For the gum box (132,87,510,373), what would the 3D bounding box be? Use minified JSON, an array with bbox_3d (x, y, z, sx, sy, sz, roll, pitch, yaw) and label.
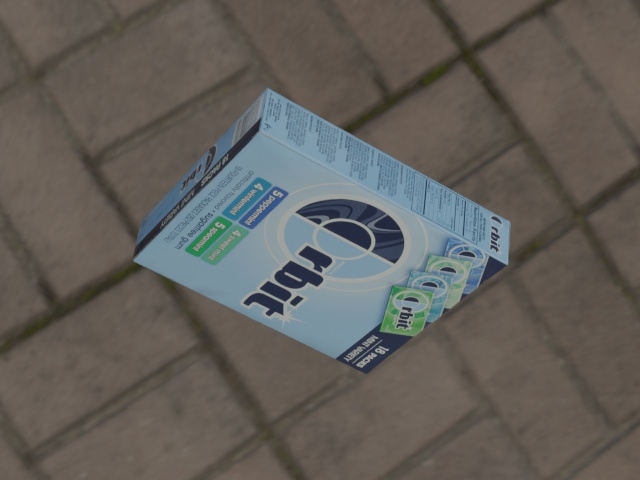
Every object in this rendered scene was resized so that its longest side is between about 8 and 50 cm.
[{"bbox_3d":[0.000,0.000,1.083,0.184,0.157,0.041,28,46,-20],"label":"gum box"}]
